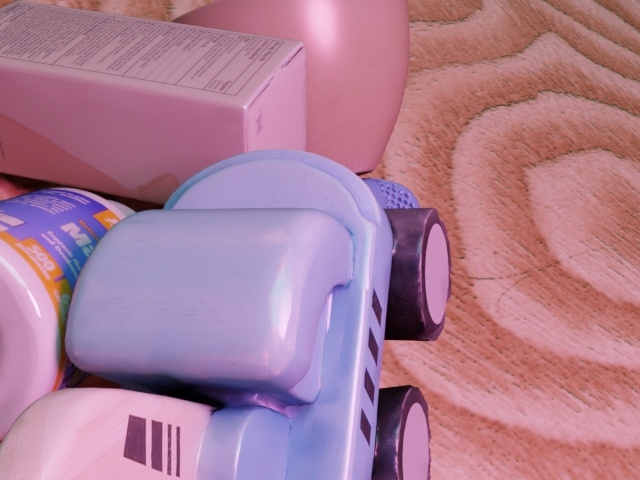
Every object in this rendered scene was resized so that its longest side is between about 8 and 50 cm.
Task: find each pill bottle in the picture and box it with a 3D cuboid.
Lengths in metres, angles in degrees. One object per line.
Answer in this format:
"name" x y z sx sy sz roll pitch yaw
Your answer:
"pill bottle" -0.217 0.041 0.741 0.152 0.152 0.272 37 15 2

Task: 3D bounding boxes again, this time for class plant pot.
"plant pot" -0.026 -0.153 1.061 0.284 0.284 0.191 -13 91 -42

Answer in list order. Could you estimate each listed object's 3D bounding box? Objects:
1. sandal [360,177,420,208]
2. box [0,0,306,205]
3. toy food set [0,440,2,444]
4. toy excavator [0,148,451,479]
"sandal" 0.000 0.000 0.980 0.317 0.138 0.126 -19 85 -42
"box" -0.179 -0.127 0.905 0.311 0.121 0.148 13 37 17
"toy food set" -0.331 0.099 0.730 0.218 0.071 0.128 43 15 5
"toy excavator" -0.086 0.109 0.600 0.445 0.222 0.433 45 49 -61
